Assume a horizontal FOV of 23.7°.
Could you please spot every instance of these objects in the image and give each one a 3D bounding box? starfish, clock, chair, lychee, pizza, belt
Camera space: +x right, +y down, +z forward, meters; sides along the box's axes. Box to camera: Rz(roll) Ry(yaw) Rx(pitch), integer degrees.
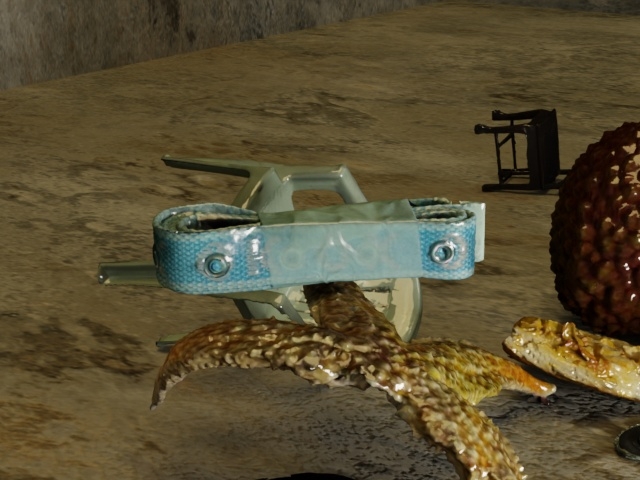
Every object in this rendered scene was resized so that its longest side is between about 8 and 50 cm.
[{"bbox_3d":[0.052,0.133,1.317,0.398,0.132,0.384,15,15,14],"label":"starfish"},{"bbox_3d":[0.302,0.179,1.366,0.074,0.010,0.083,6,19,28],"label":"clock"},{"bbox_3d":[-0.051,0.031,1.606,0.275,0.190,0.203,2,46,29],"label":"chair"},{"bbox_3d":[0.358,-0.010,1.639,0.236,0.236,0.271,15,49,46],"label":"lychee"},{"bbox_3d":[0.237,0.105,1.478,0.161,0.062,0.182,10,7,-35],"label":"pizza"},{"bbox_3d":[0.350,-0.126,2.212,0.229,0.113,0.106,1,19,22],"label":"chair"},{"bbox_3d":[0.000,0.000,1.379,0.302,0.072,0.087,-3,18,-7],"label":"belt"}]

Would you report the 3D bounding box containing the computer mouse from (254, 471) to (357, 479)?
[{"bbox_3d":[-0.001,0.226,1.110,0.137,0.096,0.233,-15,19,-36],"label":"computer mouse"}]
